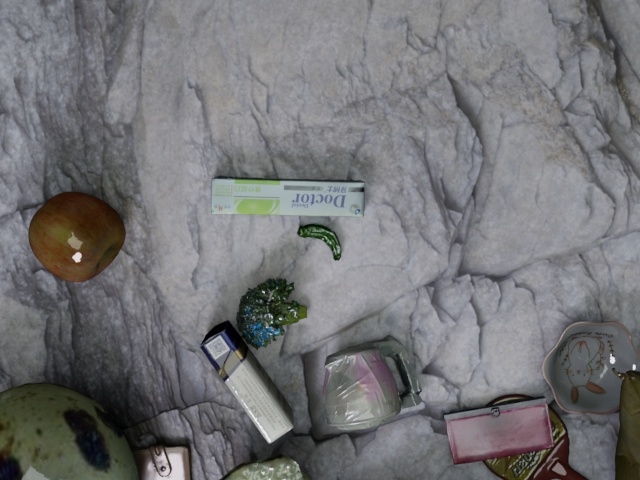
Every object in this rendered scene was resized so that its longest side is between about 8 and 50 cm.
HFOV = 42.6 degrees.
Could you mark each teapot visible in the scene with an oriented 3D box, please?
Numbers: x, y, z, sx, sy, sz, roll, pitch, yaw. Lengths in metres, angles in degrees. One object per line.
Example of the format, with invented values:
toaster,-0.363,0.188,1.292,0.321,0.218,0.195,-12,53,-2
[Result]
teapot,0.111,0.307,1.788,0.221,0.163,0.178,-11,87,-1

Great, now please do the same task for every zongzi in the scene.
zongzi,0.682,0.481,1.753,0.418,0.181,0.447,14,94,-43

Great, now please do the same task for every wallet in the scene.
wallet,-0.367,0.515,1.847,0.153,0.039,0.118,-4,96,0
wallet,0.401,0.428,1.845,0.232,0.025,0.119,-11,92,3

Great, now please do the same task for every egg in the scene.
egg,-0.550,0.497,1.686,0.345,0.345,0.428,-33,94,0

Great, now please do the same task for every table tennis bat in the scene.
table tennis bat,0.491,0.479,1.875,0.310,0.038,0.200,37,93,0

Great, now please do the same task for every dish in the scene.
dish,0.599,0.276,1.843,0.229,0.081,0.229,-1,97,-5

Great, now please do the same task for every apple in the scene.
apple,-0.516,-0.012,1.735,0.174,0.188,0.188,37,92,1

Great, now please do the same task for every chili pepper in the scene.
chili pepper,0.005,-0.006,1.830,0.118,0.035,0.055,34,105,-13

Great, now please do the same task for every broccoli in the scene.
broccoli,-0.104,0.161,1.798,0.160,0.154,0.167,4,94,-42

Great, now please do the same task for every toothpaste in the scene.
toothpaste,-0.071,-0.097,1.805,0.336,0.067,0.081,1,96,-2

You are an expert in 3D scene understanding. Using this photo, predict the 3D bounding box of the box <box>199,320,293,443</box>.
box,-0.158,0.299,1.775,0.071,0.168,0.259,-36,93,-1

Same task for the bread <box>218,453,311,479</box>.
bread,-0.096,0.654,1.756,0.239,0.264,0.395,-8,80,1
